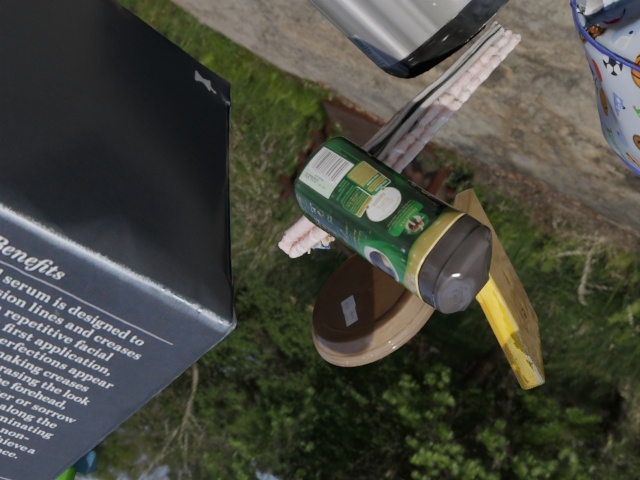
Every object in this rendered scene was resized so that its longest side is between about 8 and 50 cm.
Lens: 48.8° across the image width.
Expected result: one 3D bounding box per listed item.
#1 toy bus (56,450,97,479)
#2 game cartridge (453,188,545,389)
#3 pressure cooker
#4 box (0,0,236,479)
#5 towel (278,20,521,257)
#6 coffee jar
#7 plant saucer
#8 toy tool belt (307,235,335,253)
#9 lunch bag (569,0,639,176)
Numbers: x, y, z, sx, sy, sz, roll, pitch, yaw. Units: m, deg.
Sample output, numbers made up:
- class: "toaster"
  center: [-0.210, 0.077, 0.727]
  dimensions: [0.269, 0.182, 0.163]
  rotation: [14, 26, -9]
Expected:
- class: "toy bus"
  center: [-0.270, 0.367, 0.823]
  dimensions: [0.104, 0.202, 0.191]
  rotation: [4, 126, 8]
- class: "game cartridge"
  center: [0.336, 0.081, 1.357]
  dimensions: [0.323, 0.053, 0.285]
  rotation: [60, -159, -10]
- class: "pressure cooker"
  center: [0.086, -0.485, 0.981]
  dimensions: [0.420, 0.375, 0.370]
  rotation: [39, 148, -14]
- class: "box"
  center: [-0.268, 0.025, 0.557]
  dimensions: [0.212, 0.395, 0.293]
  rotation: [33, -151, -31]
- class: "towel"
  center: [0.096, -0.133, 0.982]
  dimensions: [0.053, 0.332, 0.317]
  rotation: [45, 155, -3]
- class: "coffee jar"
  center: [0.068, -0.014, 0.637]
  dimensions: [0.184, 0.079, 0.096]
  rotation: [36, 167, 26]
- class: "plant saucer"
  center: [0.090, 0.096, 1.242]
  dimensions: [0.041, 0.278, 0.278]
  rotation: [48, 168, -30]
- class: "toy tool belt"
  center: [0.000, 0.000, 1.223]
  dimensions: [0.052, 0.051, 0.083]
  rotation: [20, 173, -22]
- class: "lunch bag"
  center: [0.587, -0.262, 1.179]
  dimensions: [0.328, 0.239, 0.385]
  rotation: [53, -177, -38]
